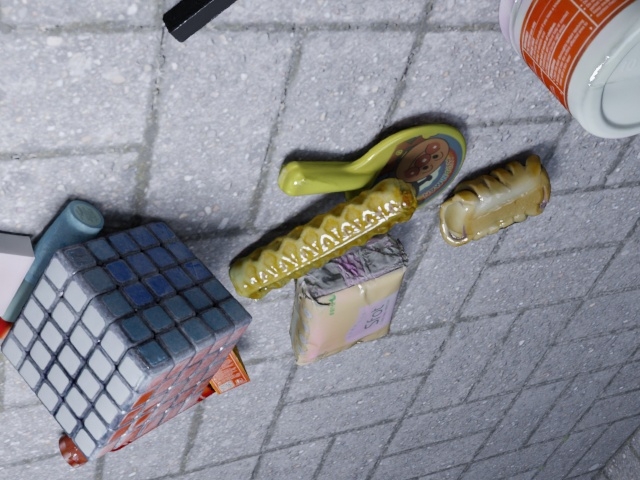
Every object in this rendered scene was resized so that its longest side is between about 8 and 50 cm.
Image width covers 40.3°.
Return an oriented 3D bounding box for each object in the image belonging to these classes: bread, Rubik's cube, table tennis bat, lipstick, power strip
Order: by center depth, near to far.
[{"bbox_3d":[-0.146,-0.295,1.096,0.111,0.038,0.029,-34,145,10],"label":"power strip"},{"bbox_3d":[-0.292,0.142,1.311,0.237,0.237,0.238,-24,155,-55],"label":"Rubik's cube"},{"bbox_3d":[-0.421,0.054,1.316,0.068,0.061,0.274,21,121,-38],"label":"lipstick"},{"bbox_3d":[0.095,-0.111,1.466,0.369,0.054,0.224,-4,141,-33],"label":"table tennis bat"},{"bbox_3d":[0.000,0.000,1.470,0.367,0.077,0.084,-28,106,21],"label":"bread"},{"bbox_3d":[0.326,-0.078,1.634,0.225,0.081,0.134,-21,138,-8],"label":"bread"}]

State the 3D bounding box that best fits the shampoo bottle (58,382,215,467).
[{"bbox_3d":[-0.355,0.331,1.683,0.314,0.076,0.118,-32,145,5],"label":"shampoo bottle"}]

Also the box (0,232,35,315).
[{"bbox_3d":[-0.503,0.044,1.259,0.130,0.051,0.129,10,130,-41],"label":"box"}]

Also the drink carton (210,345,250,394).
[{"bbox_3d":[-0.201,0.189,1.594,0.071,0.096,0.223,-25,144,-5],"label":"drink carton"}]

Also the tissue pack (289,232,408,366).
[{"bbox_3d":[0.043,0.113,1.645,0.215,0.123,0.256,-18,150,-17],"label":"tissue pack"}]

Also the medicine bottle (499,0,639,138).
[{"bbox_3d":[0.429,-0.315,1.281,0.252,0.241,0.252,-18,144,-14],"label":"medicine bottle"}]
